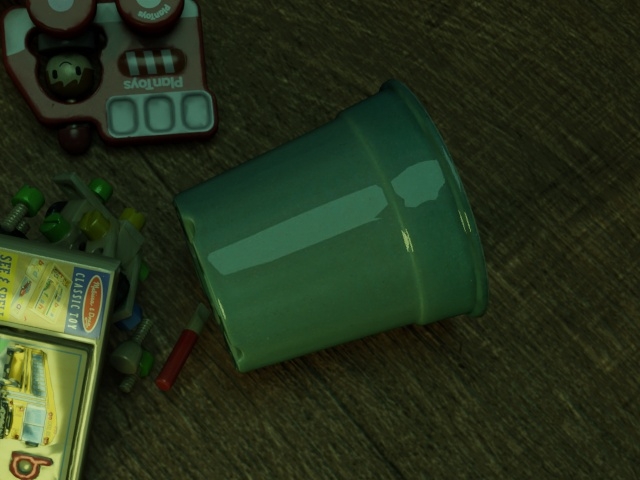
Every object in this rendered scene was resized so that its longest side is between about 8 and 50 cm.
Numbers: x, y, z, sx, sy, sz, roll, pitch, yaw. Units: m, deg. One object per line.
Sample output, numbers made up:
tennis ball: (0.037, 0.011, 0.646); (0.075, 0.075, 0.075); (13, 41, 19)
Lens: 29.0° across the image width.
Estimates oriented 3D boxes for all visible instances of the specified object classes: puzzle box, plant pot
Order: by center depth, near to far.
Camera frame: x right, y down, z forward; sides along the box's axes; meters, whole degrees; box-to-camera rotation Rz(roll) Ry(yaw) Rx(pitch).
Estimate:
puzzle box: (-0.407, 0.191, 1.500); (0.272, 0.052, 0.409); (11, 106, -2)
plant pot: (0.000, 0.000, 1.645); (0.334, 0.341, 0.341); (-20, 70, -7)

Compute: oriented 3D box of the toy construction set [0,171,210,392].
toy construction set: (-0.281, 0.029, 1.656); (0.309, 0.257, 0.237); (38, 51, -13)

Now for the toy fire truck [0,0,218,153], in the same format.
toy fire truck: (-0.308, -0.258, 1.807); (0.302, 0.169, 0.254); (-6, 85, -9)
